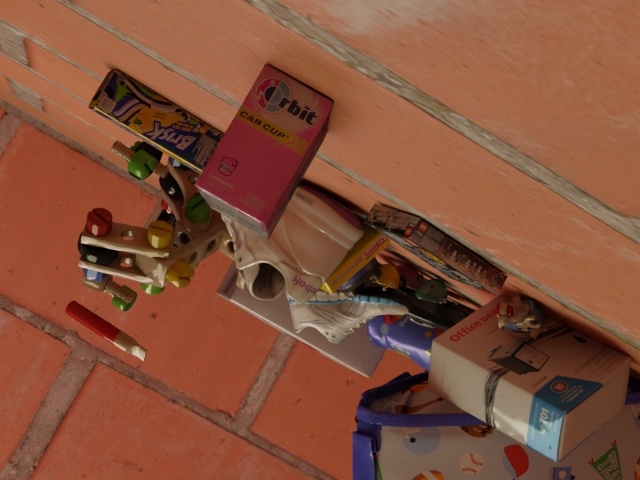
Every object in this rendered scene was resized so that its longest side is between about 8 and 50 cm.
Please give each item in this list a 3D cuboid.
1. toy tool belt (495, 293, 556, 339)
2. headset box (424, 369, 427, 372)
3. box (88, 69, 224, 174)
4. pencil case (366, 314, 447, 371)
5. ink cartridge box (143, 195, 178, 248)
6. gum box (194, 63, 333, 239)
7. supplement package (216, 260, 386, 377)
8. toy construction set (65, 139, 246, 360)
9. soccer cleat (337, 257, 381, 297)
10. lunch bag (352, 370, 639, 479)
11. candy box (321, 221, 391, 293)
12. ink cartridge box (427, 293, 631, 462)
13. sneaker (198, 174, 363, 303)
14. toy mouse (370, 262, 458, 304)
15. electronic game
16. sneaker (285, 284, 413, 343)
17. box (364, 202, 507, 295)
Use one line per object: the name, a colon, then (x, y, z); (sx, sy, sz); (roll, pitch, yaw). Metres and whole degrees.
toy tool belt: (0.235, 0.086, 1.525); (0.051, 0.052, 0.083); (-4, 163, 24)
headset box: (0.298, 0.293, 2.388); (0.110, 0.218, 0.293); (30, 176, -30)
box: (-0.190, -0.139, 1.609); (0.169, 0.054, 0.059); (31, 175, -16)
pencil case: (0.221, 0.185, 2.254); (0.306, 0.119, 0.133); (28, 151, 27)
ink cartridge box: (-0.219, -0.039, 2.272); (0.065, 0.165, 0.333); (28, 177, 4)
gum box: (-0.044, -0.066, 1.095); (0.062, 0.107, 0.188); (30, 176, 1)
supplement package: (-0.012, 0.098, 2.426); (0.293, 0.175, 0.177); (30, 175, -12)
toy construction set: (-0.201, 0.034, 1.904); (0.237, 0.309, 0.257); (32, -162, 12)
soccer cleat: (0.001, -0.001, 1.910); (0.121, 0.093, 0.289); (55, 171, -17)
lunch bag: (0.210, 0.330, 1.708); (0.385, 0.328, 0.239); (-7, -167, -28)
candy box: (-0.007, 0.003, 1.737); (0.206, 0.105, 0.027); (23, 147, 54)
ink cartridge box: (0.242, 0.157, 1.568); (0.190, 0.139, 0.082); (28, 132, 34)
sneaker: (-0.082, -0.016, 1.682); (0.114, 0.152, 0.305); (32, 177, -38)
toy mouse: (0.136, 0.059, 1.900); (0.143, 0.031, 0.161); (17, -175, -15)
electronic game: (0.157, 0.104, 2.024); (0.229, 0.048, 0.229); (22, -178, -1)
sneaker: (0.043, 0.106, 1.919); (0.190, 0.083, 0.071); (0, -173, 25)
box: (0.123, 0.010, 1.438); (0.137, 0.027, 0.094); (32, 174, -30)
